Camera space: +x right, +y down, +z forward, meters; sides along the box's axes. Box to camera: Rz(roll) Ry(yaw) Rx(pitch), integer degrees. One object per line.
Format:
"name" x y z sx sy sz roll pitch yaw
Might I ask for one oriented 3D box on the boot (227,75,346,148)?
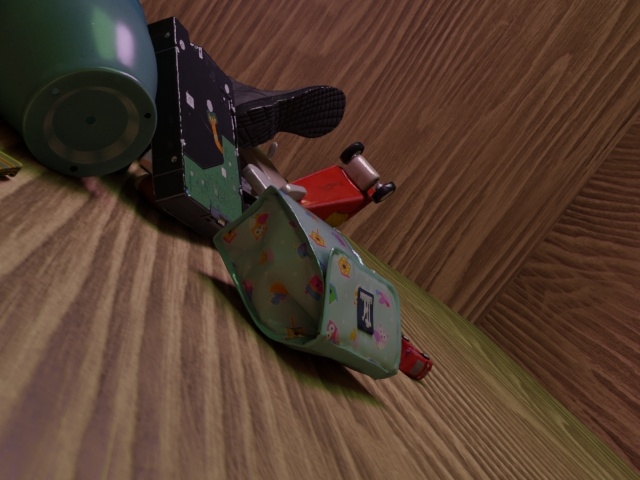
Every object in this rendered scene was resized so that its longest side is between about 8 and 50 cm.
"boot" -0.124 -0.302 1.601 0.338 0.118 0.223 -14 35 -43

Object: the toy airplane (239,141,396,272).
"toy airplane" -0.047 -0.052 1.591 0.385 0.272 0.386 24 42 -23

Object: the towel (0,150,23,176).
"towel" -0.393 -0.089 0.762 0.102 0.021 0.237 30 7 -6

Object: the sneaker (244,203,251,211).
"sneaker" -0.129 -0.101 1.996 0.228 0.130 0.087 38 7 2

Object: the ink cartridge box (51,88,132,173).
"ink cartridge box" -0.415 -0.266 1.364 0.233 0.168 0.171 33 6 -23

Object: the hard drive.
"hard drive" -0.215 -0.183 1.304 0.237 0.064 0.338 41 37 -64

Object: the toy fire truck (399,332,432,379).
"toy fire truck" 0.118 0.187 1.446 0.135 0.047 0.192 30 9 -46

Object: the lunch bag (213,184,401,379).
"lunch bag" -0.002 0.076 1.077 0.223 0.160 0.262 35 15 -51

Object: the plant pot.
"plant pot" -0.360 -0.237 1.103 0.272 0.272 0.255 30 23 -48

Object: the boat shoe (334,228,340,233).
"boat shoe" 0.003 0.002 2.042 0.113 0.105 0.306 34 5 -23

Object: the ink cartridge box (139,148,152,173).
"ink cartridge box" -0.286 -0.114 1.606 0.179 0.045 0.145 44 6 14

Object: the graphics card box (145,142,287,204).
"graphics card box" -0.283 -0.200 1.773 0.233 0.094 0.371 16 -11 47

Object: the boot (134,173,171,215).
"boot" -0.271 -0.086 1.329 0.085 0.059 0.158 32 5 10
